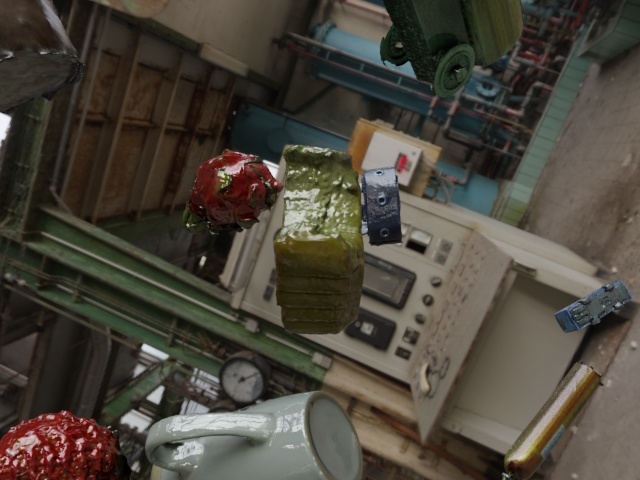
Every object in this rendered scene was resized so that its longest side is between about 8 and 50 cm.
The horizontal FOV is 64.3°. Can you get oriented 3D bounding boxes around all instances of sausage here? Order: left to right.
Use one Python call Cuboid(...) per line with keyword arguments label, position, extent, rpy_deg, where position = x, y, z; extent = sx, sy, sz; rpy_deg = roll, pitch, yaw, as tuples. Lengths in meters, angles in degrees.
Cuboid(label="sausage", position=(0.540, 0.435, 1.197), extent=(0.371, 0.082, 0.082), rpy_deg=(-37, -22, -25))

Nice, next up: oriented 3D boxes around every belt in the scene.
Cuboid(label="belt", position=(0.158, -0.095, 1.410), extent=(0.122, 0.128, 0.218), rpy_deg=(40, -134, -77))

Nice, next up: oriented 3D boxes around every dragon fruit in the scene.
Cuboid(label="dragon fruit", position=(-0.211, -0.088, 1.190), extent=(0.269, 0.200, 0.198), rpy_deg=(-56, -21, 24))

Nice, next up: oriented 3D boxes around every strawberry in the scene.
Cuboid(label="strawberry", position=(-0.462, 0.433, 0.842), extent=(0.258, 0.261, 0.261), rpy_deg=(-71, 2, -76))

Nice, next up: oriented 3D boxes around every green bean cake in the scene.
Cuboid(label="green bean cake", position=(0.000, 0.000, 0.782), extent=(0.233, 0.124, 0.236), rpy_deg=(91, -179, -48))

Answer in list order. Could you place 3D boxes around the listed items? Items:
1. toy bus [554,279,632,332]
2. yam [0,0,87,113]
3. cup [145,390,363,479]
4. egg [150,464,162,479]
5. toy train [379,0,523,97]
Cuboid(label="toy bus", position=(0.517, 0.124, 0.965), extent=(0.153, 0.051, 0.061), rpy_deg=(-21, -11, -24))
Cuboid(label="yam", position=(-0.251, -0.194, 0.279), extent=(0.131, 0.280, 0.131), rpy_deg=(-28, 4, 2))
Cuboid(label="cup", position=(-0.095, 0.291, 0.677), extent=(0.234, 0.258, 0.186), rpy_deg=(-34, 35, 22))
Cuboid(label="egg", position=(-0.229, 0.451, 1.009), extent=(0.253, 0.188, 0.189), rpy_deg=(-15, -53, -82))
Cuboid(label="toy train", position=(0.133, -0.304, 0.577), extent=(0.189, 0.126, 0.307), rpy_deg=(-50, -36, -2))
